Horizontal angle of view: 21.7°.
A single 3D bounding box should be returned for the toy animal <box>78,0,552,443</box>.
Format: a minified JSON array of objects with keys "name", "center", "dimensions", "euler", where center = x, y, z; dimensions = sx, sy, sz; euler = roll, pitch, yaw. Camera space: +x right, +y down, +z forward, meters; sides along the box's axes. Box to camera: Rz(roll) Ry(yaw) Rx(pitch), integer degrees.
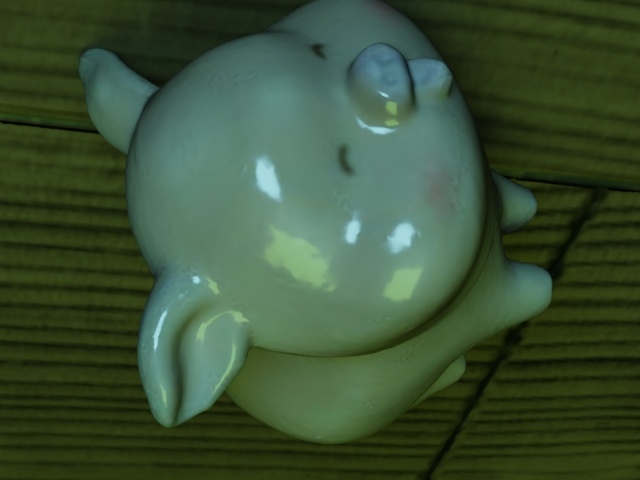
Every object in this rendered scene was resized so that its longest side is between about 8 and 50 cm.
[{"name":"toy animal","center":[0.000,0.000,0.970],"dimensions":[0.269,0.237,0.326],"euler":[-2,148,-22]}]
